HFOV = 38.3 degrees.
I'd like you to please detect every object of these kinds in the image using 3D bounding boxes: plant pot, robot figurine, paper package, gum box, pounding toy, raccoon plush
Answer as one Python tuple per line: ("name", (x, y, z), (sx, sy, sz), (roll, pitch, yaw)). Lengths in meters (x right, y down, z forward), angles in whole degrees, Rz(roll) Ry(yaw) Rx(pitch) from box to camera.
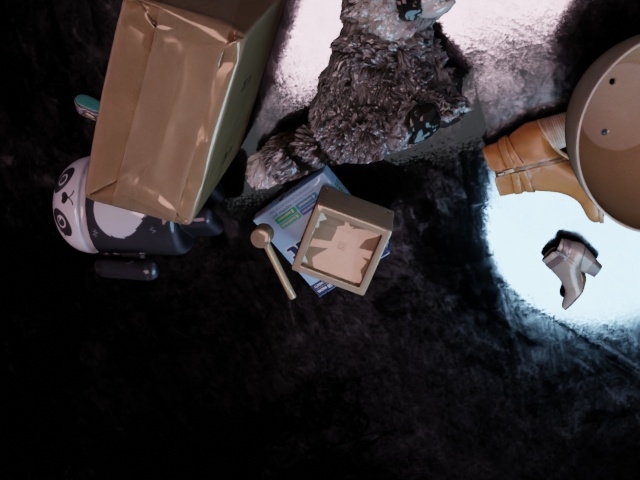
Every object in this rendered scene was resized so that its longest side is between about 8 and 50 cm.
("plant pot", (0.469, -0.171, 1.319), (0.284, 0.191, 0.284), (-2, 110, -6))
("robot figurine", (-0.303, -0.060, 1.529), (0.278, 0.209, 0.173), (1, 130, 9))
("paper package", (-0.191, -0.225, 1.340), (0.168, 0.325, 0.309), (20, 118, -2))
("gum box", (0.003, -0.014, 1.578), (0.157, 0.041, 0.184), (-33, 109, 22))
("pounding toy", (-0.009, 0.006, 1.512), (0.206, 0.094, 0.181), (21, 117, -3))
("raccoon plush", (0.013, -0.263, 1.367), (0.446, 0.216, 0.299), (-21, 104, 19))

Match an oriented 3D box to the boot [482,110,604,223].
("boot", (0.357, -0.096, 1.463), (0.152, 0.073, 0.197), (-22, 99, 18))

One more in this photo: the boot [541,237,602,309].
("boot", (0.411, 0.053, 1.550), (0.087, 0.042, 0.118), (31, 117, 0))

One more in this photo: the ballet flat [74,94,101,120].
("ballet flat", (-0.357, -0.209, 1.544), (0.114, 0.041, 0.041), (23, 119, -2))
